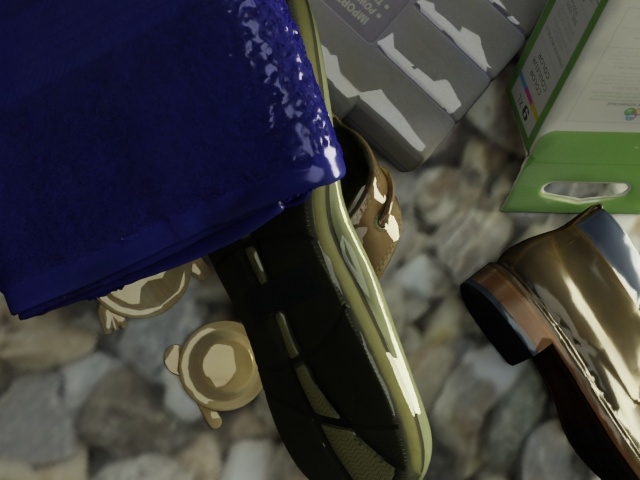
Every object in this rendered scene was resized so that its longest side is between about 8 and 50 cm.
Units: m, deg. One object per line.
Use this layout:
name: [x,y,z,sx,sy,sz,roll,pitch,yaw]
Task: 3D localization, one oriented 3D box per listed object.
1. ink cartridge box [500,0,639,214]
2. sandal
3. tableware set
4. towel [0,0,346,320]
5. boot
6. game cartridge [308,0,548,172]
ink cartridge box: [0.186,-0.104,0.794,0.109,0.209,0.062,0,53,-16]
sandal: [-0.001,0.002,0.748,0.086,0.120,0.302,-16,90,-44]
tableware set: [-0.053,0.020,0.787,0.169,0.020,0.141,-37,94,-16]
towel: [-0.125,-0.132,0.701,0.228,0.076,0.308,-22,87,26]
boot: [0.196,0.082,0.812,0.106,0.082,0.219,-38,92,-12]
game cartridge: [-0.007,-0.237,0.808,0.355,0.068,0.230,42,80,-7]
